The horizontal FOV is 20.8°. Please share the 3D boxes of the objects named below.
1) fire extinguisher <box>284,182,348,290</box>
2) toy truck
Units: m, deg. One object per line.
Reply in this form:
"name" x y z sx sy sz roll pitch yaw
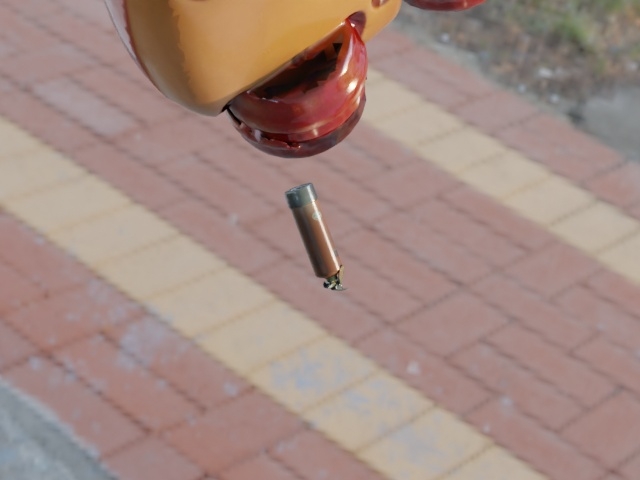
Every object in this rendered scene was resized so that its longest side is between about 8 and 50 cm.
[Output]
"fire extinguisher" 0.000 0.000 1.239 0.022 0.083 0.028 -16 11 33
"toy truck" -0.033 -0.202 0.904 0.265 0.189 0.239 -43 57 -17
